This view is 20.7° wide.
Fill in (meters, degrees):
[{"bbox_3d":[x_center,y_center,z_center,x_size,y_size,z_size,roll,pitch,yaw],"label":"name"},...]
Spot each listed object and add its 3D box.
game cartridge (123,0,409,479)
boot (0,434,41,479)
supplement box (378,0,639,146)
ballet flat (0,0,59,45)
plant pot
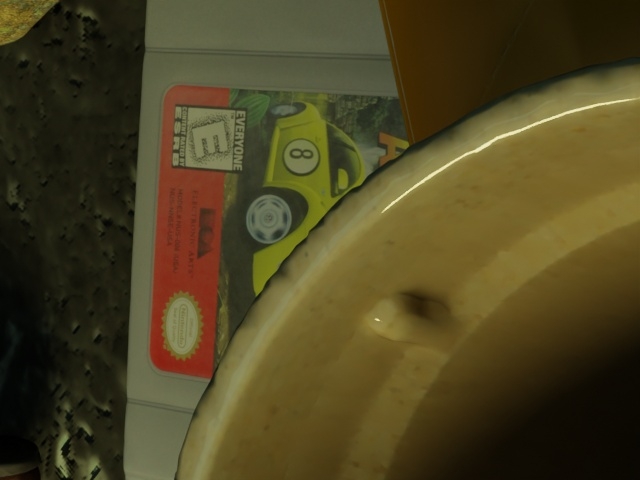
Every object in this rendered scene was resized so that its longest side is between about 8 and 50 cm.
[{"bbox_3d":[0.000,0.000,0.823,0.196,0.060,0.294,5,94,30],"label":"game cartridge"},{"bbox_3d":[-0.220,0.260,0.957,0.264,0.096,0.280,-21,83,27],"label":"boot"},{"bbox_3d":[0.150,-0.094,0.628,0.191,0.194,0.129,-16,82,34],"label":"supplement box"},{"bbox_3d":[-0.090,-0.197,0.842,0.348,0.123,0.123,-29,75,28],"label":"ballet flat"},{"bbox_3d":[0.171,0.129,0.543,0.334,0.305,0.334,-3,84,35],"label":"plant pot"}]
